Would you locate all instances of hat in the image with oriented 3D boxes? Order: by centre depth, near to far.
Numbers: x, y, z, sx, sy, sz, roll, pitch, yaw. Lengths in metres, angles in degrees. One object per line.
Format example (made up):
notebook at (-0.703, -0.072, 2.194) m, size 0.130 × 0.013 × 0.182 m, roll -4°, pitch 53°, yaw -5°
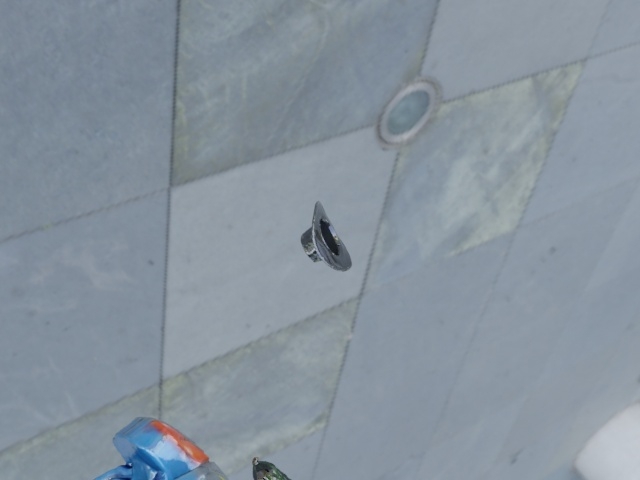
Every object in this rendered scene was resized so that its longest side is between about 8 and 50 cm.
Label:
hat at (0.000, 0.000, 1.362) m, size 0.050 × 0.121 × 0.121 m, roll -25°, pitch 152°, yaw 19°

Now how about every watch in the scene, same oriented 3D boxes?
watch at (-0.200, 0.352, 0.944) m, size 0.274 × 0.241 × 0.305 m, roll -38°, pitch -170°, yaw -23°

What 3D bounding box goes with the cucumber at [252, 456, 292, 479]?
cucumber at (-0.015, 0.475, 1.491) m, size 0.067 × 0.293 × 0.067 m, roll -43°, pitch -176°, yaw 4°
